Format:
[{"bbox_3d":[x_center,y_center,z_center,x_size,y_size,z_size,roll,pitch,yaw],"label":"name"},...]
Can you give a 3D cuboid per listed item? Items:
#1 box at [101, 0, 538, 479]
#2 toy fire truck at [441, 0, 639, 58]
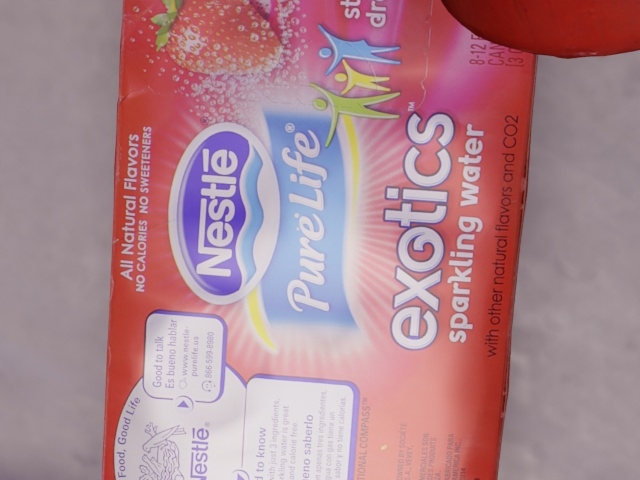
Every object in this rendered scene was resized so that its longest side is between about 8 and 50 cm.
[{"bbox_3d":[0.000,0.000,0.593,0.128,0.122,0.257,4,102,2],"label":"box"},{"bbox_3d":[0.009,-0.182,0.484,0.254,0.302,0.169,1,133,26],"label":"toy fire truck"}]
